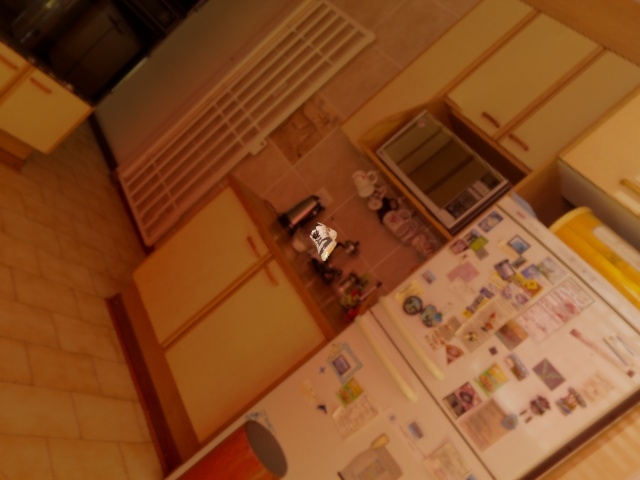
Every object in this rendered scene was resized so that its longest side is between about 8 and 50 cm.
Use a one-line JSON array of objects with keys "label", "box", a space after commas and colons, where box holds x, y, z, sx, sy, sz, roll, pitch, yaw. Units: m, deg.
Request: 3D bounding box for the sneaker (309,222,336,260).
[{"label": "sneaker", "box": [0.000, 0.000, 0.692, 0.037, 0.032, 0.083, 35, 15, -10]}]
